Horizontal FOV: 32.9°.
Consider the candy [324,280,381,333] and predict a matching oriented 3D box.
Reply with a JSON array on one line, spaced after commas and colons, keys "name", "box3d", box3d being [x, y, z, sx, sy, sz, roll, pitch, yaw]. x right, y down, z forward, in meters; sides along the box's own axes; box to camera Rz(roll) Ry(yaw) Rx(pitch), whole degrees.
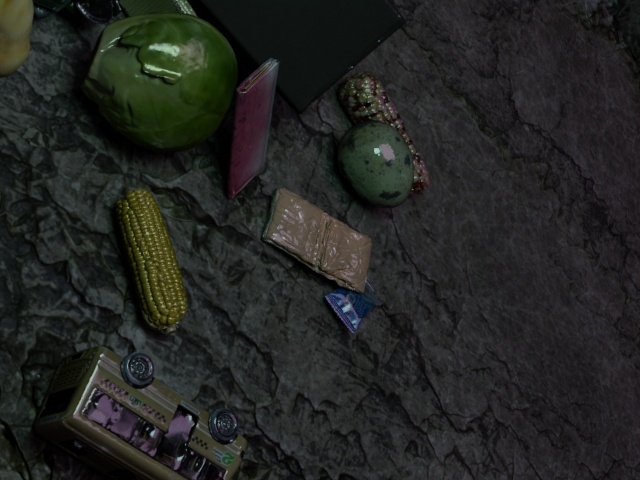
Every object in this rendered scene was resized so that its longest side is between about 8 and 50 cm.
[{"name": "candy", "box3d": [0.064, 0.110, 2.030, 0.088, 0.038, 0.136, 51, 37, 0]}]

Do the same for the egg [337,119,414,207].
[{"name": "egg", "box3d": [0.110, -0.146, 2.097, 0.181, 0.141, 0.141, 59, 43, -18]}]

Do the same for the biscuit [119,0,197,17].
[{"name": "biscuit", "box3d": [-0.294, -0.419, 1.808, 0.199, 0.121, 0.040, 56, 43, -12]}]

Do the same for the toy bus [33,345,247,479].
[{"name": "toy bus", "box3d": [-0.255, 0.279, 1.564, 0.289, 0.139, 0.157, 39, 54, -27]}]

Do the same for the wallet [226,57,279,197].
[{"name": "wallet", "box3d": [-0.118, -0.188, 1.850, 0.025, 0.232, 0.119, 24, 45, 14]}]

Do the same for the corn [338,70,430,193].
[{"name": "corn", "box3d": [0.129, -0.215, 2.190, 0.280, 0.092, 0.092, 58, 44, -17]}]

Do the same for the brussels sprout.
[{"name": "brussels sprout", "box3d": [-0.250, -0.257, 1.724, 0.244, 0.244, 0.244, 19, 62, -40]}]

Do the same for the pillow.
[{"name": "pillow", "box3d": [0.000, 0.000, 1.987, 0.232, 0.043, 0.126, 30, 58, -25]}]

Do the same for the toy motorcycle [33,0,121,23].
[{"name": "toy motorcycle", "box3d": [-0.425, -0.445, 1.689, 0.275, 0.125, 0.187, 21, 54, -45]}]

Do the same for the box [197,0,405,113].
[{"name": "box", "box3d": [-0.072, -0.443, 1.889, 0.345, 0.251, 0.204, 47, 4, -26]}]

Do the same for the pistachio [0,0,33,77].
[{"name": "pistachio", "box3d": [-0.534, -0.347, 1.472, 0.321, 0.229, 0.238, 41, 11, -19]}]

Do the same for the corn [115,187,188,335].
[{"name": "corn", "box3d": [-0.263, 0.032, 1.696, 0.080, 0.080, 0.238, -10, 84, -47]}]
